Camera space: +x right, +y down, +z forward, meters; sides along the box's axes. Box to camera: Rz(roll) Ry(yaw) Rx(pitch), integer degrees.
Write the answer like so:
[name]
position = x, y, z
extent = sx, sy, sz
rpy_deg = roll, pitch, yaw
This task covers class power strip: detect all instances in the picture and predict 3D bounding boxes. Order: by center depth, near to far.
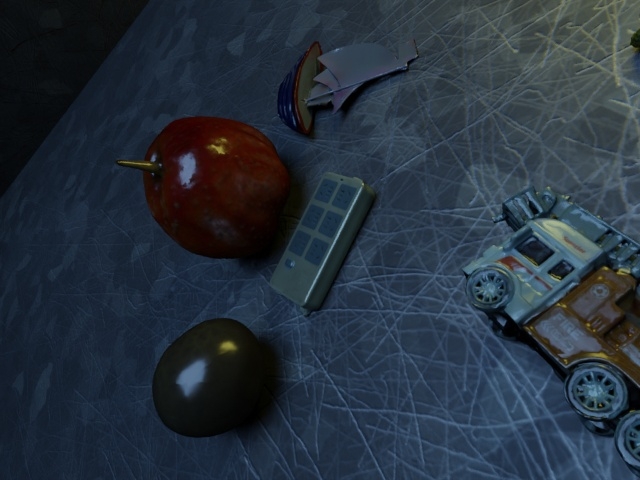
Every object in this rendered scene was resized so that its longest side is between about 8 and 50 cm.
[power strip]
position = 0.000, 0.000, 0.906
extent = 0.118, 0.046, 0.270
rpy_deg = 25, 88, 46

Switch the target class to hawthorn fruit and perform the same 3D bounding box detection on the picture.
[hawthorn fruit]
position = -0.229, -0.111, 0.969
extent = 0.287, 0.331, 0.286
rpy_deg = -18, 66, 47

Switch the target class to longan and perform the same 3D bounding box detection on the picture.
[longan]
position = -0.189, 0.239, 0.862
extent = 0.212, 0.198, 0.198
rpy_deg = -41, 47, 3

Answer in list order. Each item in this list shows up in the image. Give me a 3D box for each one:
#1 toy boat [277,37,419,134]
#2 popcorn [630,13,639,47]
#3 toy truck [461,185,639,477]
[toy boat]
position = 0.035, -0.357, 1.037
extent = 0.318, 0.072, 0.219
rpy_deg = -31, 55, 23
[popcorn]
position = 0.439, -0.284, 0.640
extent = 0.083, 0.060, 0.068
rpy_deg = -37, 49, 34
[toy truck]
position = 0.302, 0.084, 0.537
extent = 0.184, 0.133, 0.338
rpy_deg = -42, 50, 5
